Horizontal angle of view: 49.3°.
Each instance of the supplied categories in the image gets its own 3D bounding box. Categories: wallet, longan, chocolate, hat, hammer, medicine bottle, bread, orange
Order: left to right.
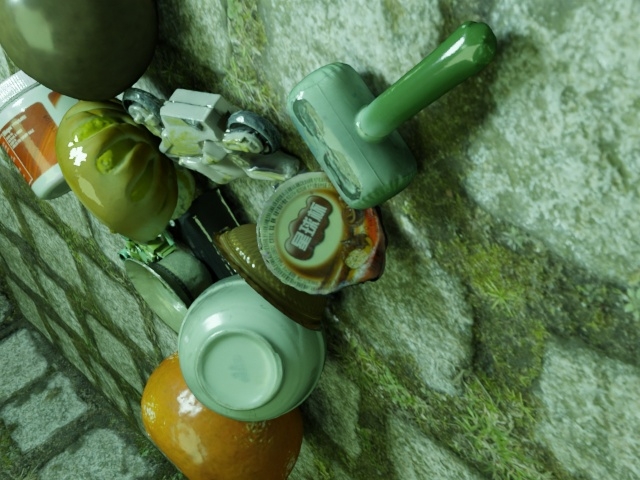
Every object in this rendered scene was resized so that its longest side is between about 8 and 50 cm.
[{"bbox_3d":[-0.590,-0.251,1.583,0.241,0.252,0.252,56,148,-6],"label":"medicine bottle"},{"bbox_3d":[-0.425,-0.388,1.227,0.297,0.297,0.297,33,143,30],"label":"longan"},{"bbox_3d":[-0.369,-0.154,1.372,0.160,0.333,0.333,-30,97,14],"label":"bread"},{"bbox_3d":[-0.328,0.104,1.650,0.257,0.130,0.257,34,150,23],"label":"hat"},{"bbox_3d":[-0.226,0.013,1.563,0.247,0.041,0.323,58,149,-10],"label":"wallet"},{"bbox_3d":[-0.225,0.422,1.683,0.424,0.326,0.424,40,162,15],"label":"orange"},{"bbox_3d":[0.008,0.000,1.149,0.221,0.221,0.147,46,175,13],"label":"chocolate"},{"bbox_3d":[0.101,-0.179,0.894,0.206,0.119,0.335,55,142,-4],"label":"hammer"}]

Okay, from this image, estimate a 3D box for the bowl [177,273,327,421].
[{"bbox_3d":[-0.145,0.228,1.390,0.307,0.307,0.163,57,-169,-6],"label":"bowl"}]

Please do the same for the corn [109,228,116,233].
[{"bbox_3d":[-0.578,-0.043,1.976,0.037,0.037,0.092,54,151,0],"label":"corn"}]

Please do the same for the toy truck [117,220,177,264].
[{"bbox_3d":[-0.414,-0.003,1.714,0.135,0.128,0.259,43,147,9],"label":"toy truck"}]

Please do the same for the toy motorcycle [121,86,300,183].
[{"bbox_3d":[-0.192,-0.176,1.246,0.340,0.108,0.223,15,155,31],"label":"toy motorcycle"}]

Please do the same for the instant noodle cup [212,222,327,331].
[{"bbox_3d":[-0.070,0.043,1.281,0.274,0.091,0.274,41,-173,-6],"label":"instant noodle cup"}]
